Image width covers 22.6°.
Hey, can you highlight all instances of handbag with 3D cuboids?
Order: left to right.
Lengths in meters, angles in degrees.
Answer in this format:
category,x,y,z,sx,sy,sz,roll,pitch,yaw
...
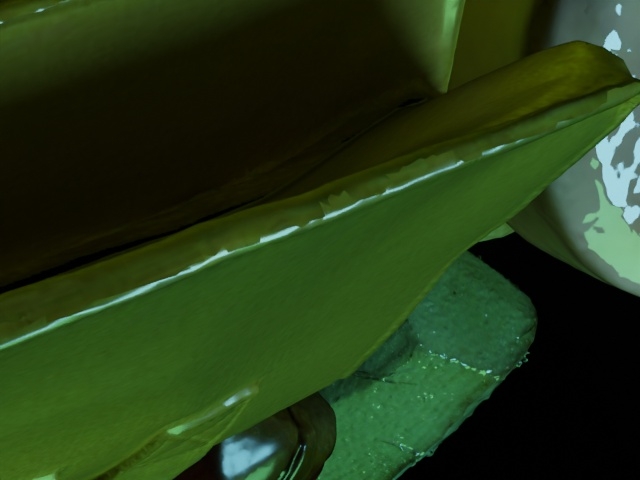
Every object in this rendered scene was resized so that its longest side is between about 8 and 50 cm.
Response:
category,x,y,z,sx,sy,sz,roll,pitch,yaw
handbag,-0.115,0.031,0.504,0.401,0.133,0.283,-24,160,-34

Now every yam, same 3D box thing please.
category,x,y,z,sx,sy,sz,roll,pitch,yaw
yam,0.064,0.106,1.586,0.271,0.202,0.201,-42,-151,43

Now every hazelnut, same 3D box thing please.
category,x,y,z,sx,sy,sz,roll,pitch,yaw
hazelnut,-0.098,0.194,1.460,0.212,0.181,0.181,14,115,-49

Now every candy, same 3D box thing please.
category,x,y,z,sx,sy,sz,roll,pitch,yaw
candy,0.172,-0.096,0.747,0.255,0.255,0.094,-32,-149,-17

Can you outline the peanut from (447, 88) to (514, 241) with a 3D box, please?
category,x,y,z,sx,sy,sz,roll,pitch,yaw
peanut,0.156,-0.098,0.876,0.253,0.122,0.137,-42,166,-14
